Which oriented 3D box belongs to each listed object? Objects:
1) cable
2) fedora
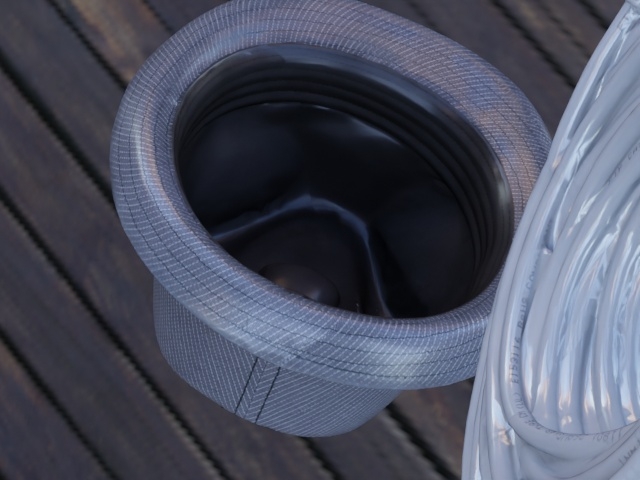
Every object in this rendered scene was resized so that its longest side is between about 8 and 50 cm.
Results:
[{"bbox_3d":[0.130,0.023,0.582,0.089,0.257,0.257,20,29,-12],"label":"cable"},{"bbox_3d":[0.000,0.000,0.931,0.243,0.124,0.275,19,40,-6],"label":"fedora"}]
